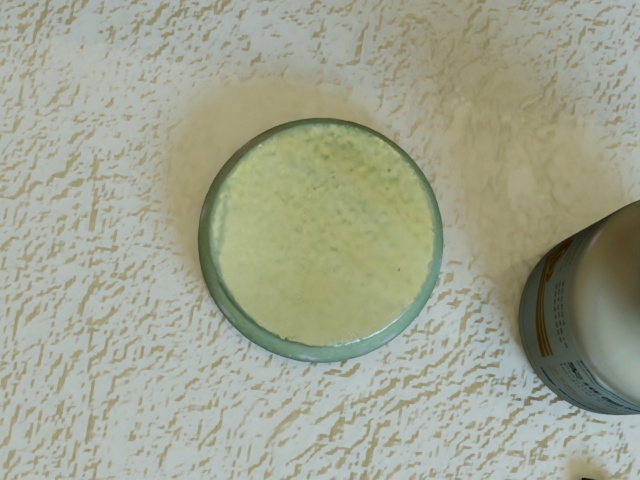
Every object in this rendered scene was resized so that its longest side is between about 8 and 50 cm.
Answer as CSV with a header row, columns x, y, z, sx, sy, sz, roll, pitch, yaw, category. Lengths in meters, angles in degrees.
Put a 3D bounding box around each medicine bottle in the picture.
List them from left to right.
x,y,z,sx,sy,sz,roll,pitch,yaw,category
0.181,0.034,0.763,0.114,0.252,0.114,1,82,-4,medicine bottle

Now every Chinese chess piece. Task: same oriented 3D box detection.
x,y,z,sx,sy,sz,roll,pitch,yaw,category
0.000,0.000,0.854,0.144,0.058,0.144,1,81,-3,Chinese chess piece

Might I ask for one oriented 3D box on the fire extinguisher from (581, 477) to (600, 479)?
x,y,z,sx,sy,sz,roll,pitch,yaw,category
0.163,0.183,0.859,0.038,0.025,0.083,13,82,-26,fire extinguisher
